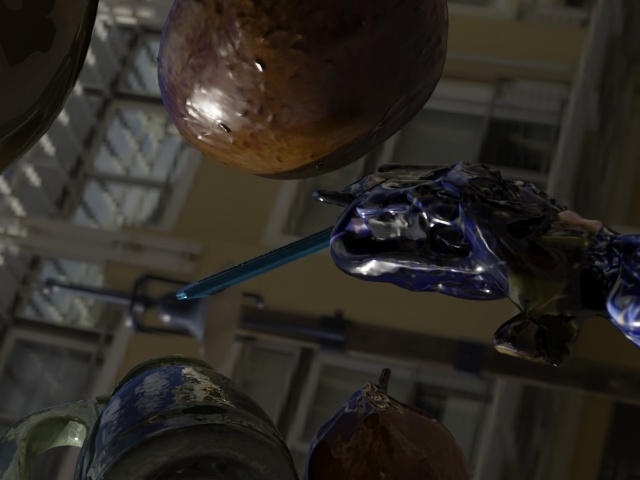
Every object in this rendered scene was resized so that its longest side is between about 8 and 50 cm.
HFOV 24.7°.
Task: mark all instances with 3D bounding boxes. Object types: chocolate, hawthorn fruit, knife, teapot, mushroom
[{"bbox_3d":[0.125,0.012,0.788,0.148,0.343,0.126,-40,-44,-35],"label":"chocolate"},{"bbox_3d":[0.072,0.269,1.669,0.208,0.208,0.248,31,-130,-71],"label":"hawthorn fruit"},{"bbox_3d":[-0.001,-0.002,1.405,0.044,0.296,0.026,-151,41,-74],"label":"knife"},{"bbox_3d":[-0.194,0.267,1.658,0.239,0.321,0.239,56,-176,-32],"label":"teapot"},{"bbox_3d":[-0.018,-0.249,1.500,0.331,0.334,0.356,132,122,-87],"label":"mushroom"}]

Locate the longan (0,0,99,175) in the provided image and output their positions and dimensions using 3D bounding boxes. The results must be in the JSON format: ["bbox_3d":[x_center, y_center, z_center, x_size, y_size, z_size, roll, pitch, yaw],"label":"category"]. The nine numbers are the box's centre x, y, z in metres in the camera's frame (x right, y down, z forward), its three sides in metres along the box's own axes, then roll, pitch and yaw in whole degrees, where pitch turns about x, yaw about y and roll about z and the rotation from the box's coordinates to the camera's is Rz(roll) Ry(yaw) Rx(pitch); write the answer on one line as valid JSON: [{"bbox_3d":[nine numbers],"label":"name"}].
[{"bbox_3d":[-0.294,-0.171,0.793,0.361,0.360,0.361,9,-90,-72],"label":"longan"}]
